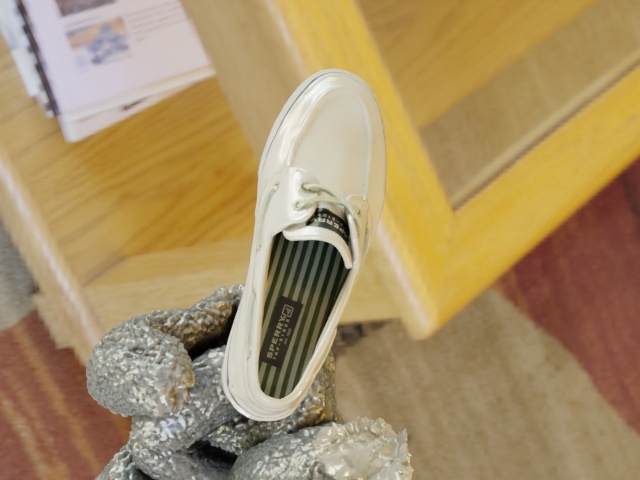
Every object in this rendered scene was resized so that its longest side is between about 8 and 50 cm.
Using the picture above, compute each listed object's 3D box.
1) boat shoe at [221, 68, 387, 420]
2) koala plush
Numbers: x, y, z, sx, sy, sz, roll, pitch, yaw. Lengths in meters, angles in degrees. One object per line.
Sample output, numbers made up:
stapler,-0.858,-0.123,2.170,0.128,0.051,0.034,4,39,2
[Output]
boat shoe,0.000,0.000,0.882,0.083,0.076,0.226,13,80,-13
koala plush,-0.023,0.154,0.997,0.203,0.221,0.196,-25,136,-35
